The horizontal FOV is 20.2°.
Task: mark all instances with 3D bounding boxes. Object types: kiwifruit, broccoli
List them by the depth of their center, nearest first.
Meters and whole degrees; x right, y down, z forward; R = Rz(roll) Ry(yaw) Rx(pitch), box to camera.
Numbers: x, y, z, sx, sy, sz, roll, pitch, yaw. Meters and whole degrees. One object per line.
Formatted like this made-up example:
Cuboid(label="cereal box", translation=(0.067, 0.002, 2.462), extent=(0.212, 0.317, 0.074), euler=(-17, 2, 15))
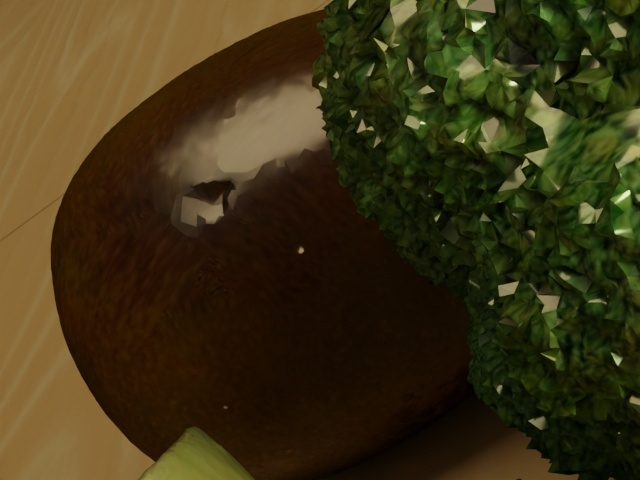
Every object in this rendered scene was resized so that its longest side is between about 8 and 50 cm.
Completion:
Cuboid(label="broccoli", translation=(0.162, -0.089, 0.594), extent=(0.321, 0.310, 0.413), euler=(-16, 45, -19))
Cuboid(label="kiwifruit", translation=(0.000, 0.000, 0.797), extent=(0.234, 0.196, 0.196), euler=(-25, 22, 11))

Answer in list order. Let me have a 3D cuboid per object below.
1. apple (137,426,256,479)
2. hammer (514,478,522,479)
Cuboid(label="apple", translation=(-0.115, 0.189, 0.477), extent=(0.295, 0.233, 0.258), euler=(-16, 6, 10))
Cuboid(label="hammer", translation=(0.119, 0.121, 0.565), extent=(0.226, 0.041, 0.158), euler=(-23, 25, 28))
